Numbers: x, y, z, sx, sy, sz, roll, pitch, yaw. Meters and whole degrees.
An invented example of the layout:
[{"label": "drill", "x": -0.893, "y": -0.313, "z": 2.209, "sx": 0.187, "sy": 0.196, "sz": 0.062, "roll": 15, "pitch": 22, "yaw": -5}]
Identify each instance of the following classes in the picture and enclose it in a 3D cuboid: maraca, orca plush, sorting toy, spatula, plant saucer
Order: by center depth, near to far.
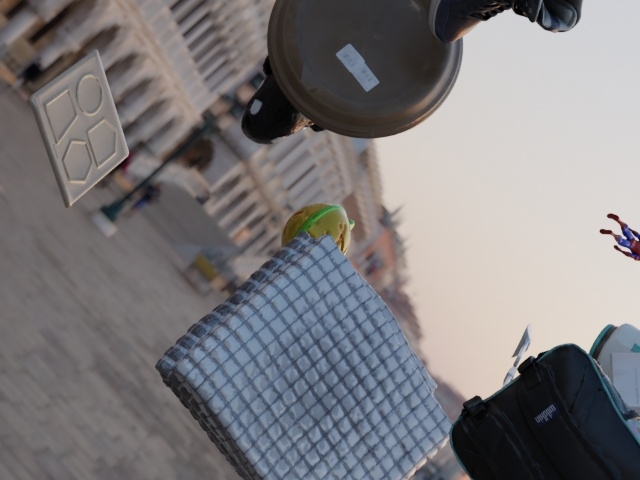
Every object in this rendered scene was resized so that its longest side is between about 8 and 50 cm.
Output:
[{"label": "plant saucer", "x": 0.065, "y": -0.280, "z": 1.758, "sx": 0.278, "sy": 0.278, "sz": 0.041, "roll": 48, "pitch": -9, "yaw": 2}, {"label": "orca plush", "x": 0.017, "y": -0.224, "z": 1.843, "sx": 0.102, "sy": 0.287, "sz": 0.151, "roll": -121, "pitch": -170, "yaw": -62}, {"label": "spatula", "x": 0.275, "y": 0.211, "z": 1.884, "sx": 0.019, "sy": 0.168, "sz": 0.242, "roll": 28, "pitch": 9, "yaw": 11}, {"label": "maraca", "x": 0.000, "y": 0.000, "z": 1.996, "sx": 0.099, "sy": 0.127, "sz": 0.186, "roll": 43, "pitch": 6, "yaw": 20}, {"label": "sorting toy", "x": -0.389, "y": -0.181, "z": 2.027, "sx": 0.038, "sy": 0.208, "sz": 0.193, "roll": 1, "pitch": -59, "yaw": 24}]

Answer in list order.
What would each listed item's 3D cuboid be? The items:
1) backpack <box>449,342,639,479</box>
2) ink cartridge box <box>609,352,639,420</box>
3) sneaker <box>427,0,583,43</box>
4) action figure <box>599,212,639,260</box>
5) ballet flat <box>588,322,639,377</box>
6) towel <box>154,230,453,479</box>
[{"label": "backpack", "x": 0.232, "y": 0.215, "z": 1.157, "sx": 0.144, "sy": 0.166, "sz": 0.188, "roll": 40, "pitch": 16, "yaw": -52}, {"label": "ink cartridge box", "x": 0.441, "y": 0.210, "z": 1.451, "sx": 0.092, "sy": 0.219, "sz": 0.160, "roll": -78, "pitch": 164, "yaw": -46}, {"label": "sneaker", "x": 0.230, "y": -0.291, "z": 1.569, "sx": 0.086, "sy": 0.226, "sz": 0.163, "roll": -1, "pitch": 53, "yaw": -37}, {"label": "action figure", "x": 0.417, "y": -0.001, "z": 1.717, "sx": 0.030, "sy": 0.038, "sz": 0.115, "roll": 13, "pitch": -14, "yaw": 47}, {"label": "ballet flat", "x": 0.426, "y": 0.257, "z": 1.708, "sx": 0.139, "sy": 0.139, "sz": 0.400, "roll": 46, "pitch": -17, "yaw": 33}, {"label": "towel", "x": -0.012, "y": 0.167, "z": 1.374, "sx": 0.283, "sy": 0.235, "sz": 0.121, "roll": 56, "pitch": -23, "yaw": -17}]
